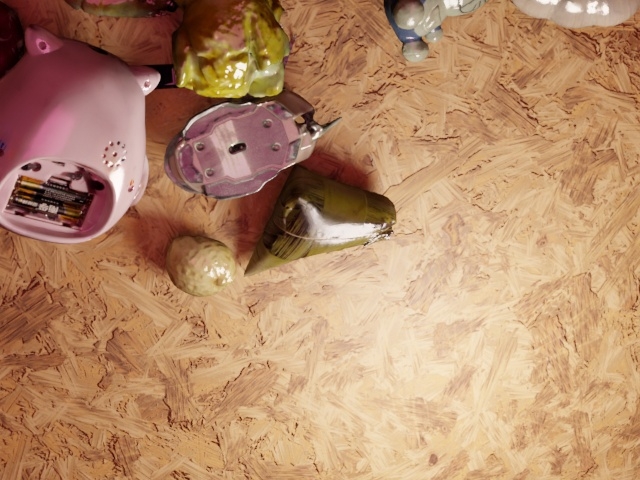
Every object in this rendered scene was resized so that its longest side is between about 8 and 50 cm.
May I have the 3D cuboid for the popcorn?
[{"bbox_3d":[-0.175,-0.406,1.491,0.225,0.276,0.276,3,110,-29],"label":"popcorn"}]

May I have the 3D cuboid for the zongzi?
[{"bbox_3d":[0.000,0.000,1.754,0.274,0.145,0.300,16,122,-22],"label":"zongzi"}]

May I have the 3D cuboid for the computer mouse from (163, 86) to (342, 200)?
[{"bbox_3d":[-0.146,-0.216,1.642,0.389,0.115,0.199,-20,110,-7],"label":"computer mouse"}]

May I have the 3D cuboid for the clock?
[{"bbox_3d":[-0.486,-0.186,1.466,0.368,0.250,0.376,16,114,-33],"label":"clock"}]

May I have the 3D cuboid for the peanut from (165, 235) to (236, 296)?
[{"bbox_3d":[-0.265,0.057,1.714,0.159,0.109,0.140,13,135,-5],"label":"peanut"}]

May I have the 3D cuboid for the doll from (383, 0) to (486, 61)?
[{"bbox_3d":[0.254,-0.512,1.595,0.258,0.154,0.228,-28,155,6],"label":"doll"}]

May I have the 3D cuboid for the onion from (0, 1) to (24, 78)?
[{"bbox_3d":[-0.628,-0.363,1.476,0.198,0.135,0.173,34,99,-19],"label":"onion"}]

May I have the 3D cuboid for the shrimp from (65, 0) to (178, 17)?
[{"bbox_3d":[-0.382,-0.505,1.521,0.267,0.061,0.145,10,98,-13],"label":"shrimp"}]

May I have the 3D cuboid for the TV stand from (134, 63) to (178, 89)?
[{"bbox_3d":[-0.395,-0.333,1.586,0.256,0.040,0.049,-5,110,-10],"label":"TV stand"}]

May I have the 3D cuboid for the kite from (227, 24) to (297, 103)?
[{"bbox_3d":[-0.113,-0.349,1.655,0.127,0.016,0.229,19,108,-20],"label":"kite"}]

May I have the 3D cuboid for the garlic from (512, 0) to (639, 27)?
[{"bbox_3d":[0.536,-0.587,1.581,0.322,0.241,0.322,1,115,2],"label":"garlic"}]
